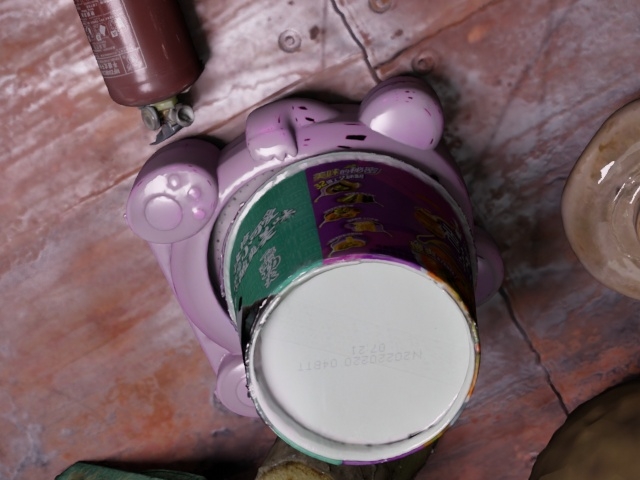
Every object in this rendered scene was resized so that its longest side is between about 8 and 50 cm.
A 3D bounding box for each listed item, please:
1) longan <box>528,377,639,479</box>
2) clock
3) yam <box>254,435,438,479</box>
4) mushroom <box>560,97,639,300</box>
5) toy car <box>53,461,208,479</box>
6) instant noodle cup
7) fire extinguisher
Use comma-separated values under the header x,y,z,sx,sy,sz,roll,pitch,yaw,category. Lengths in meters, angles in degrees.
x,y,z,sx,sy,sz,roll,pitch,yaw,category
0.378,0.322,1.141,0.390,0.391,0.391,0,113,1,longan
0.000,0.000,1.147,0.322,0.113,0.296,-21,110,8,clock
0.027,0.226,1.191,0.153,0.254,0.154,10,116,21,yam
0.341,-0.038,1.088,0.206,0.209,0.206,-1,93,-18,mushroom
-0.158,0.306,1.216,0.320,0.097,0.141,-2,120,46,toy car
0.030,0.067,1.013,0.251,0.190,0.251,-1,112,-2,instant noodle cup
-0.179,-0.212,1.074,0.104,0.105,0.269,-16,111,7,fire extinguisher
